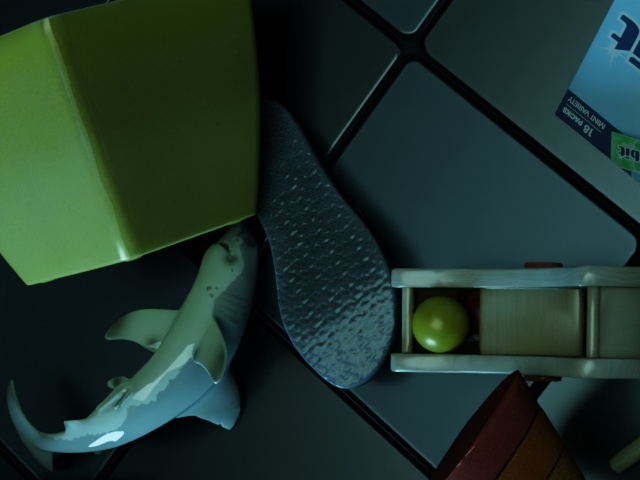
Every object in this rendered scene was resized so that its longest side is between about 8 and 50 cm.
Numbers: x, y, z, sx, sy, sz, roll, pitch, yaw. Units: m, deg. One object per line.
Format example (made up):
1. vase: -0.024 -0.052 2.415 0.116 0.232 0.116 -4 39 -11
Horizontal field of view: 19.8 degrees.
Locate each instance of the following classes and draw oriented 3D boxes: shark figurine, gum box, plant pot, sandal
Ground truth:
1. shark figurine: -0.129 0.131 1.490 0.278 0.116 0.166 -40 39 10
2. gum box: 0.268 -0.116 1.297 0.157 0.041 0.184 42 133 20
3. plant pot: -0.168 -0.079 1.440 0.212 0.212 0.187 -13 96 45
4. sandal: 0.001 -0.001 1.462 0.097 0.054 0.254 -28 67 14

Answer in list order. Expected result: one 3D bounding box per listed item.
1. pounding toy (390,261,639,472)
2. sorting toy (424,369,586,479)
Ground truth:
1. pounding toy: 0.179 0.093 1.312 0.269 0.154 0.155 0 87 25
2. sorting toy: 0.098 0.245 1.324 0.126 0.127 0.365 35 133 3
